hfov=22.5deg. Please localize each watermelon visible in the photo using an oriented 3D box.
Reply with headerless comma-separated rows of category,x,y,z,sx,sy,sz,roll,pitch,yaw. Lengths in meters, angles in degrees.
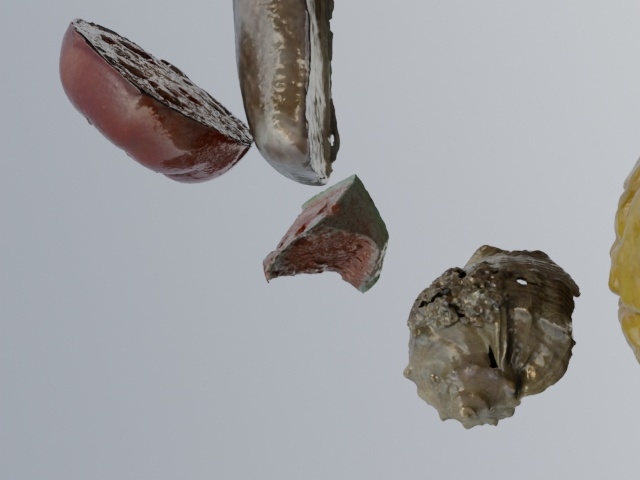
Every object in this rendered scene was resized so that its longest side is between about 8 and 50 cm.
watermelon,0.000,-0.018,1.844,0.158,0.098,0.121,5,-128,-35

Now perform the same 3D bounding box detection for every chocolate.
chocolate,-0.038,-0.204,1.617,0.185,0.100,0.303,50,-146,-81

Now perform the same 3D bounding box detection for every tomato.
tomato,-0.177,-0.132,1.613,0.225,0.085,0.225,36,-168,-9

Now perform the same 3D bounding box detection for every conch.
conch,0.182,0.086,1.678,0.245,0.178,0.163,-71,-23,-46

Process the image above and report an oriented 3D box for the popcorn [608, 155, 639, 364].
popcorn,0.456,0.041,1.636,0.344,0.354,0.390,-7,-136,-24
